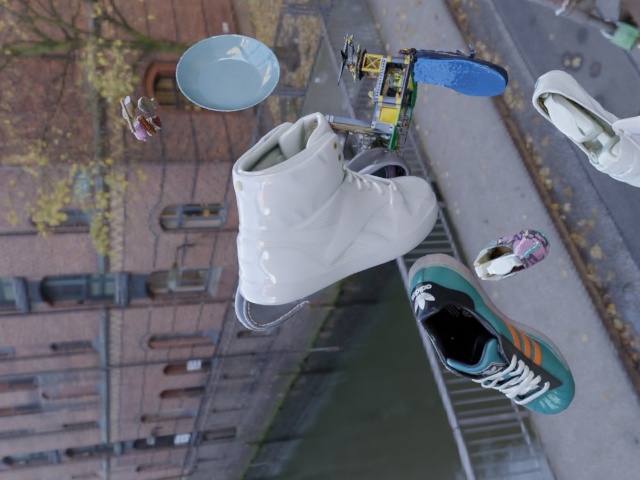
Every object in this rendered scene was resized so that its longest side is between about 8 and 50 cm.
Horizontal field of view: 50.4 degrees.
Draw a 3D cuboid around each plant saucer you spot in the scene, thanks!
[{"bbox_3d":[-0.173,-0.309,1.291,0.037,0.195,0.195,92,167,-60],"label":"plant saucer"}]

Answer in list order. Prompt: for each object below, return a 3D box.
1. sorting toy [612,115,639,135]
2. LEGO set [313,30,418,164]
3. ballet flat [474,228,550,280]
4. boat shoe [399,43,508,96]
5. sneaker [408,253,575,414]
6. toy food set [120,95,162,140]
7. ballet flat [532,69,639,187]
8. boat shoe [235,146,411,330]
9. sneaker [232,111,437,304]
[{"bbox_3d":[0.356,-0.125,0.730,0.075,0.083,0.044,-2,90,29],"label":"sorting toy"},{"bbox_3d":[0.074,-0.238,1.392,0.255,0.192,0.331,14,-93,-76],"label":"LEGO set"},{"bbox_3d":[0.314,0.035,1.176,0.077,0.079,0.221,58,166,5],"label":"ballet flat"},{"bbox_3d":[0.306,-0.403,1.549,0.089,0.258,0.109,-54,-24,-35],"label":"boat shoe"},{"bbox_3d":[0.225,0.153,0.900,0.108,0.302,0.121,-42,16,30],"label":"sneaker"},{"bbox_3d":[-0.305,-0.206,1.153,0.122,0.019,0.077,-32,-78,-74],"label":"toy food set"},{"bbox_3d":[0.656,-0.241,1.609,0.400,0.139,0.139,43,149,8],"label":"ballet flat"},{"bbox_3d":[0.000,0.000,0.966,0.335,0.112,0.095,-48,16,0],"label":"boat shoe"},{"bbox_3d":[0.030,-0.061,0.740,0.108,0.293,0.169,20,124,40],"label":"sneaker"}]
